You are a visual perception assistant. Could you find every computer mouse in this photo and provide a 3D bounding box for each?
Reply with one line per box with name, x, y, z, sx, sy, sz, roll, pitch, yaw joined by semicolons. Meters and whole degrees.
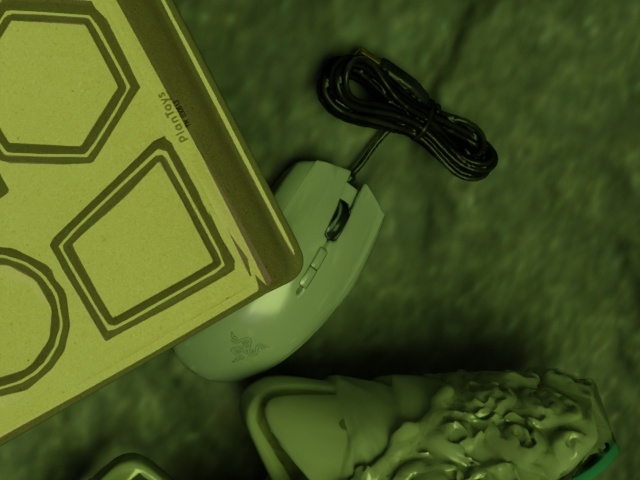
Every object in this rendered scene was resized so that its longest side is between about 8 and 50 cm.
computer mouse;0.000;0.000;0.624;0.106;0.042;0.193;35;94;-29

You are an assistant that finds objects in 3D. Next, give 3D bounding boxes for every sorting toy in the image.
sorting toy;-0.138;-0.019;0.559;0.208;0.038;0.193;-28;107;-4

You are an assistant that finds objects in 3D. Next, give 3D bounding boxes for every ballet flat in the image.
ballet flat;-0.040;0.150;0.617;0.409;0.147;0.147;-31;117;-7
